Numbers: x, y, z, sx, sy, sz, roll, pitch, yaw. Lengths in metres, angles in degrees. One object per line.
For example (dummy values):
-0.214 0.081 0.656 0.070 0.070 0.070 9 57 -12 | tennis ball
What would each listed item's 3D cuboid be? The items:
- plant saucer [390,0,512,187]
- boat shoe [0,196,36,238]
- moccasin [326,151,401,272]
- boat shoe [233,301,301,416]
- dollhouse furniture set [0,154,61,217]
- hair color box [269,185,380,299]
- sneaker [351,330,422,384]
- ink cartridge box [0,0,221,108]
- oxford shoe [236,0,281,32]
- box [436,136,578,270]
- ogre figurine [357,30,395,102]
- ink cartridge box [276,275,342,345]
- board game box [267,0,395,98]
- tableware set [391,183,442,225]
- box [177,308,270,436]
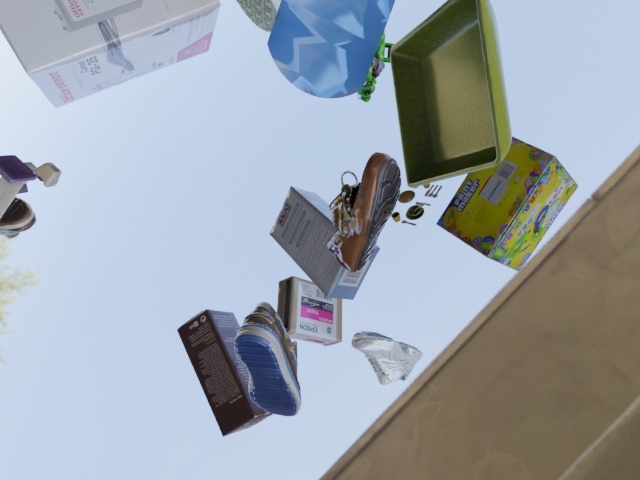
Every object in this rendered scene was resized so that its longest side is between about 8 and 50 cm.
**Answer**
0.155 -0.168 0.603 0.188 0.045 0.189 175 -93 -70 | plant saucer
-0.783 -0.052 1.288 0.257 0.095 0.095 12 -127 32 | boat shoe
0.082 -0.068 1.166 0.146 0.380 0.139 34 -114 10 | moccasin
-0.052 0.148 0.625 0.066 0.183 0.066 6 -135 13 | boat shoe
-0.377 -0.082 0.576 0.081 0.114 0.091 -45 -176 14 | dollhouse furniture set
0.000 0.000 1.580 0.374 0.113 0.186 44 -66 44 | hair color box
0.158 0.294 1.253 0.090 0.232 0.115 10 -103 53 | sneaker
-0.312 -0.323 0.777 0.282 0.117 0.207 -28 -171 -15 | ink cartridge box
-0.151 -0.566 0.828 0.130 0.449 0.169 -48 -142 -17 | oxford shoe
0.511 -0.097 1.391 0.177 0.279 0.290 39 -77 37 | box
0.121 -0.420 1.213 0.096 0.197 0.118 16 -103 28 | ogre figurine
-0.035 0.246 1.768 0.088 0.234 0.194 -25 -124 44 | ink cartridge box
0.009 -0.261 0.621 0.169 0.133 0.033 -69 -155 13 | board game box
0.234 -0.104 1.310 0.104 0.024 0.154 16 -121 41 | tableware set
-0.303 0.427 1.695 0.143 0.191 0.382 -34 -110 9 | box
